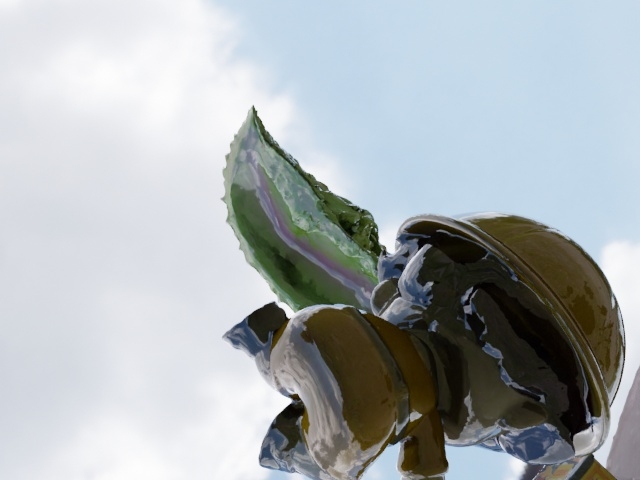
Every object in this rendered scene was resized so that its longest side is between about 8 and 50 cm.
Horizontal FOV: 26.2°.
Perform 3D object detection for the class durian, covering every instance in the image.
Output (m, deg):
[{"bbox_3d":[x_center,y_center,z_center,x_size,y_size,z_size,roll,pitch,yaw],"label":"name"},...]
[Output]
[{"bbox_3d":[0.003,0.006,1.734,0.355,0.169,0.157,42,-106,12],"label":"durian"}]

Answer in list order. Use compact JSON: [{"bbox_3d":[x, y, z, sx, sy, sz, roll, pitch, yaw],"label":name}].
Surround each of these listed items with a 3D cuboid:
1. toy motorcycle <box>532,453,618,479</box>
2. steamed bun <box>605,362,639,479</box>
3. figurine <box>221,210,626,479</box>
[{"bbox_3d":[0.173,0.314,1.132,0.157,0.091,0.263,45,-103,-8],"label":"toy motorcycle"},{"bbox_3d":[0.511,0.201,1.602,0.248,0.235,0.379,24,-100,-12],"label":"steamed bun"},{"bbox_3d":[0.082,0.071,0.859,0.257,0.167,0.192,-16,-117,-46],"label":"figurine"}]
